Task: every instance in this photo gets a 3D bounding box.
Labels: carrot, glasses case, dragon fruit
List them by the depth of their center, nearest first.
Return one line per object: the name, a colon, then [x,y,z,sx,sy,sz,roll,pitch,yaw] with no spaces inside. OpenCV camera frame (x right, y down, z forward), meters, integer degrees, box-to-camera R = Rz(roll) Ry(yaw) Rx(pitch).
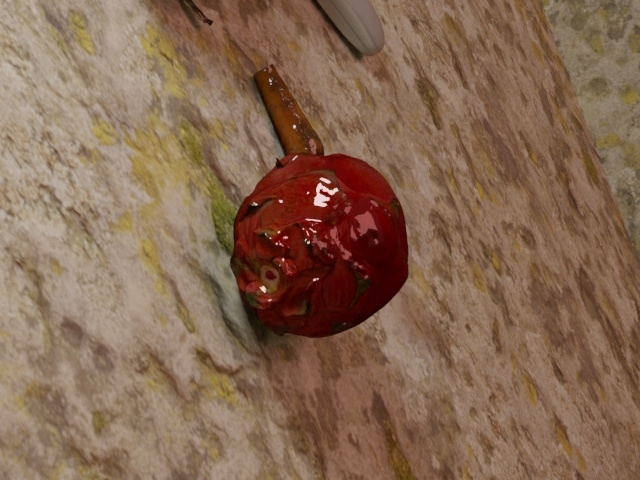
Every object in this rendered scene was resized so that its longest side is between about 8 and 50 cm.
dragon fruit: [-0.001,0.008,1.602,0.252,0.241,0.241,29,43,-69]
carrot: [-0.048,-0.175,1.858,0.161,0.055,0.055,62,26,7]
glasses case: [0.035,-0.412,2.190,0.233,0.059,0.092,49,32,-31]

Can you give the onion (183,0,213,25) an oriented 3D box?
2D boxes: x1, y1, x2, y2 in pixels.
onion: [-0.180,-0.489,1.697,0.230,0.272,0.256,49,11,27]
